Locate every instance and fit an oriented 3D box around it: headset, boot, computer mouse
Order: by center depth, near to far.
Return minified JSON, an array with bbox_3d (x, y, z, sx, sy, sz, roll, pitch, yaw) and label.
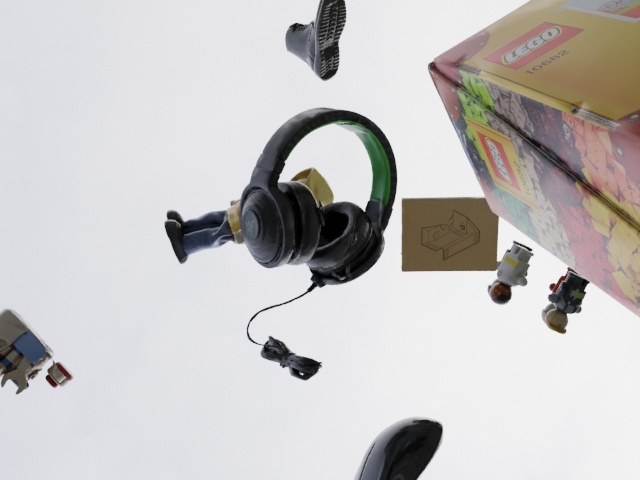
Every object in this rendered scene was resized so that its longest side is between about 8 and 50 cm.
[{"bbox_3d":[0.088,0.357,1.156,0.072,0.188,0.272,42,-122,-2],"label":"computer mouse"},{"bbox_3d":[0.000,0.000,1.158,0.243,0.185,0.394,19,-87,-38],"label":"headset"},{"bbox_3d":[-0.022,-0.445,1.612,0.076,0.198,0.137,-26,-127,-35],"label":"boot"}]

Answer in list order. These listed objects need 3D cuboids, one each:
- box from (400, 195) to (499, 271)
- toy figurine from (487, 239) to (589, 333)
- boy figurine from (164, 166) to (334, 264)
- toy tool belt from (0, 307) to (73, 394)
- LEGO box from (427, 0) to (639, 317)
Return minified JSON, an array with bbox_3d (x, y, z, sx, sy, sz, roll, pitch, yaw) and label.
[{"bbox_3d":[0.268,-0.013,1.617,0.201,0.165,0.021,-1,-157,4],"label":"box"},{"bbox_3d":[0.475,0.108,1.717,0.213,0.209,0.148,27,-80,11],"label":"toy figurine"},{"bbox_3d":[-0.116,-0.041,1.317,0.285,0.177,0.092,-18,-68,5],"label":"boy figurine"},{"bbox_3d":[-0.244,0.098,0.626,0.051,0.052,0.083,-43,-101,-13],"label":"toy tool belt"},{"bbox_3d":[0.398,-0.165,0.643,0.500,0.372,0.193,-31,-65,-1],"label":"LEGO box"}]
